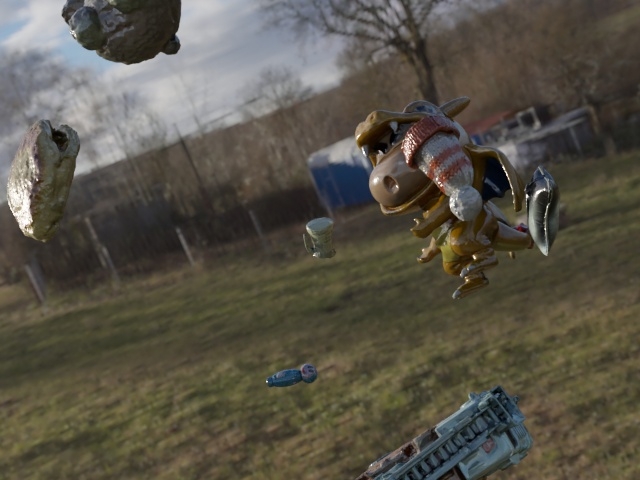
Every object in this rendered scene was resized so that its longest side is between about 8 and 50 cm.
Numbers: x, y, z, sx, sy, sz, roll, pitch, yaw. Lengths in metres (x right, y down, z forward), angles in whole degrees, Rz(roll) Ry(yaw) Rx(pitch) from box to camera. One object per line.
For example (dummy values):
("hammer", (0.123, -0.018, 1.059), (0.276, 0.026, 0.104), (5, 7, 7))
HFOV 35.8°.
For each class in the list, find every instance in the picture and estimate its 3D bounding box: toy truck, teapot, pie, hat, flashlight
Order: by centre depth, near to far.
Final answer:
("hat", (0.198, -0.106, 1.507), (0.093, 0.162, 0.112), (-45, -22, 23))
("pie", (-0.434, -0.096, 1.528), (0.084, 0.179, 0.205), (17, 12, -29))
("toy truck", (0.198, 0.361, 1.608), (0.338, 0.133, 0.184), (-38, -17, 18))
("teapot", (0.000, 0.000, 2.046), (0.067, 0.083, 0.057), (-15, 29, -5))
("flashlight", (-0.071, 0.349, 2.511), (0.129, 0.051, 0.051), (-16, 7, 4))

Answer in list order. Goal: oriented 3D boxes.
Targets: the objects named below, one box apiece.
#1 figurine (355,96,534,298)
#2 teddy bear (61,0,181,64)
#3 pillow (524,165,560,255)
("figurine", (0.263, -0.092, 2.006), (0.268, 0.387, 0.401), (-30, -19, 9))
("teddy bear", (-0.274, -0.377, 1.406), (0.236, 0.267, 0.151), (-30, -32, 29))
("pillow", (0.372, -0.051, 1.646), (0.055, 0.135, 0.091), (-17, 26, -21))
